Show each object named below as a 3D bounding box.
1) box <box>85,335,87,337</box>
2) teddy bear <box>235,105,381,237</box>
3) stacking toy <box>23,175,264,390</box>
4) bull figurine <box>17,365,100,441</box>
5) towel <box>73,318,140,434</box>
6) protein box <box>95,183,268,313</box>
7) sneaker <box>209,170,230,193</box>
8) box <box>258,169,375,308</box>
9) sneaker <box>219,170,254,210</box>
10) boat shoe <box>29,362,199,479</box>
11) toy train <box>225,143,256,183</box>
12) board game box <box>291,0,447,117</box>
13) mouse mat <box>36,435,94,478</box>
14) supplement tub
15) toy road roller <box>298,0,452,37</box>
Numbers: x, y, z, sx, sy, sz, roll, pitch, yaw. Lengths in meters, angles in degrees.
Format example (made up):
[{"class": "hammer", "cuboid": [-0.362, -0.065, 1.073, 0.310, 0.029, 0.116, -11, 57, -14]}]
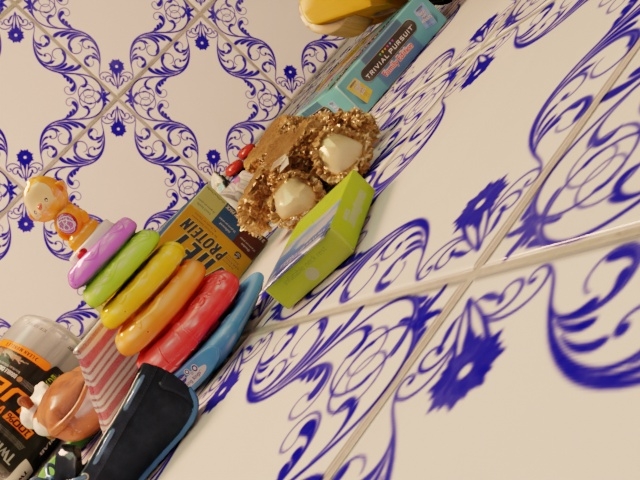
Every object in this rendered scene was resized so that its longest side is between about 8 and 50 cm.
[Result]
[{"class": "box", "cuboid": [-0.428, 0.173, 2.112, 0.116, 0.029, 0.162, -22, 13, 13]}, {"class": "teddy bear", "cuboid": [-0.015, -0.099, 1.409, 0.245, 0.113, 0.338, -57, 19, -12]}, {"class": "stacking toy", "cuboid": [-0.228, 0.034, 1.139, 0.175, 0.302, 0.166, -41, 11, 27]}, {"class": "bull figurine", "cuboid": [-0.366, 0.238, 1.492, 0.188, 0.101, 0.310, -42, 12, -18]}, {"class": "towel", "cuboid": [-0.257, 0.155, 1.266, 0.197, 0.029, 0.144, 85, -151, -43]}, {"class": "protein box", "cuboid": [-0.225, 0.052, 1.545, 0.200, 0.136, 0.201, -33, 17, 53]}, {"class": "sneaker", "cuboid": [-0.227, -0.073, 2.149, 0.122, 0.110, 0.283, -50, 9, 3]}, {"class": "box", "cuboid": [0.000, 0.000, 1.062, 0.109, 0.042, 0.178, -43, 11, 27]}, {"class": "sneaker", "cuboid": [-0.135, -0.077, 1.774, 0.111, 0.103, 0.252, -48, 10, 7]}, {"class": "boat shoe", "cuboid": [-0.237, 0.236, 0.998, 0.258, 0.089, 0.109, -50, 10, -16]}, {"class": "toy train", "cuboid": [-0.087, -0.176, 2.001, 0.143, 0.105, 0.248, -30, 16, 27]}, {"class": "board game box", "cuboid": [0.080, -0.326, 1.914, 0.254, 0.079, 0.336, -50, 10, -16]}, {"class": "mouse mat", "cuboid": [-0.406, 0.340, 1.559, 0.190, 0.007, 0.152, -46, 10, 12]}, {"class": "supplement tub", "cuboid": [-0.563, 0.315, 1.743, 0.338, 0.207, 0.207, -54, 12, -31]}, {"class": "toy road roller", "cuboid": [0.108, -0.561, 1.934, 0.329, 0.241, 0.202, -16, 0, 26]}]
